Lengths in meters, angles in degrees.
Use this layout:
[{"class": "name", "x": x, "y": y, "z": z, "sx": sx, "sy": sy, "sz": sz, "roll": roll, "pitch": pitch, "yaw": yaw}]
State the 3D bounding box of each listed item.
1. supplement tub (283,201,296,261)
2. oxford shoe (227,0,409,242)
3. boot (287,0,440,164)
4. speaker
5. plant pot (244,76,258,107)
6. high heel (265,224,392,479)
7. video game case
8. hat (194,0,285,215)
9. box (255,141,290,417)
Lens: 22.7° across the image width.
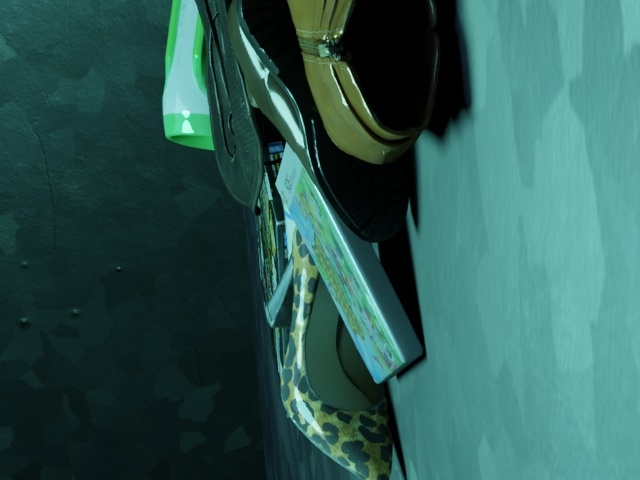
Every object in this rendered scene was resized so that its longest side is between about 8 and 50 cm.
[{"class": "supplement tub", "x": 0.000, "y": 0.000, "z": 1.638, "sx": 0.071, "sy": 0.071, "sz": 0.107, "roll": -108, "pitch": 14, "yaw": -63}, {"class": "oxford shoe", "x": -0.001, "y": -0.102, "z": 1.250, "sx": 0.227, "sy": 0.083, "sz": 0.096, "roll": 64, "pitch": 160, "yaw": -7}, {"class": "boot", "x": 0.012, "y": -0.191, "z": 1.084, "sx": 0.220, "sy": 0.109, "sz": 0.283, "roll": -154, "pitch": 55, "yaw": -84}, {"class": "speaker", "x": -0.104, "y": -0.255, "z": 1.816, "sx": 0.131, "sy": 0.131, "sz": 0.296, "roll": 137, "pitch": 140, "yaw": -83}, {"class": "plant pot", "x": -0.013, "y": -0.180, "z": 1.365, "sx": 0.237, "sy": 0.110, "sz": 0.237, "roll": 173, "pitch": 90, "yaw": -85}, {"class": "high heel", "x": 0.029, "y": 0.088, "z": 1.507, "sx": 0.261, "sy": 0.093, "sz": 0.186, "roll": 62, "pitch": 141, "yaw": 36}, {"class": "video game case", "x": 0.020, "y": 0.018, "z": 1.380, "sx": 0.212, "sy": 0.023, "sz": 0.193, "roll": 63, "pitch": 171, "yaw": 7}, {"class": "hat", "x": -0.046, "y": -0.186, "z": 1.587, "sx": 0.331, "sy": 0.134, "sz": 0.331, "roll": 168, "pitch": 90, "yaw": -82}, {"class": "box", "x": -0.030, "y": 0.012, "z": 1.926, "sx": 0.257, "sy": 0.079, "sz": 0.322, "roll": -106, "pitch": 11, "yaw": -48}]
